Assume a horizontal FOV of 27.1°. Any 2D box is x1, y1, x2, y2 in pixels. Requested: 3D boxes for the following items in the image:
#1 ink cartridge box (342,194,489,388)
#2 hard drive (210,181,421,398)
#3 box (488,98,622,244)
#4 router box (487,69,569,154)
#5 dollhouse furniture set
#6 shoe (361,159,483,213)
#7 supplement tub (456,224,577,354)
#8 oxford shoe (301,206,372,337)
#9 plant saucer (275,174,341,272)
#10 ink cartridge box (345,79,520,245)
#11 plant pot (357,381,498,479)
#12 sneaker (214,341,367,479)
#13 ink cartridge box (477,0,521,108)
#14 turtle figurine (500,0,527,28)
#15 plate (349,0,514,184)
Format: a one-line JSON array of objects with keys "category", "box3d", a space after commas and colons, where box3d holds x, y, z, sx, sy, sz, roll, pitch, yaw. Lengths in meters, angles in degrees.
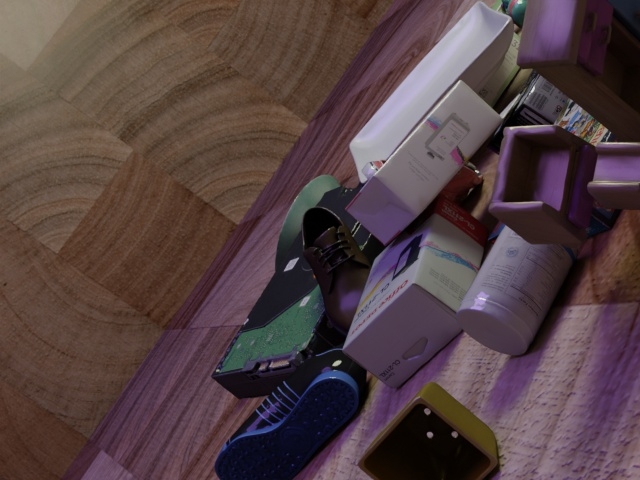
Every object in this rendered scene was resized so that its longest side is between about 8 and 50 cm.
[{"category": "ink cartridge box", "box3d": [0.103, 0.052, 1.404, 0.127, 0.072, 0.175, -46, 11, 34]}, {"category": "hard drive", "box3d": [0.009, 0.054, 1.770, 0.237, 0.064, 0.339, -20, 33, 56]}, {"category": "box", "box3d": [0.261, -0.096, 1.249, 0.233, 0.044, 0.159, -58, 10, -22]}, {"category": "router box", "box3d": [0.263, -0.184, 1.489, 0.179, 0.046, 0.133, -57, 0, -20]}, {"category": "dollhouse furniture set", "box3d": [0.325, -0.122, 0.986, 0.303, 0.198, 0.286, 1, 73, 41]}, {"category": "shoe", "box3d": [0.123, -0.078, 1.565, 0.081, 0.178, 0.063, -48, 55, 15]}, {"category": "supplement tub", "box3d": [0.170, 0.037, 1.144, 0.107, 0.071, 0.071, -58, 10, -22]}, {"category": "oxford shoe", "box3d": [0.023, 0.039, 1.583, 0.083, 0.096, 0.227, -33, 41, -1]}, {"category": "plant saucer", "box3d": [0.000, 0.000, 1.981, 0.195, 0.037, 0.195, -41, -39, -44]}, {"category": "ink cartridge box", "box3d": [0.124, -0.096, 1.455, 0.198, 0.067, 0.115, -47, -1, -23]}, {"category": "plant pot", "box3d": [0.092, 0.162, 1.069, 0.081, 0.081, 0.083, -50, 0, 21]}, {"category": "sneaker", "box3d": [-0.028, 0.201, 1.513, 0.232, 0.081, 0.090, -40, 13, 31]}, {"category": "ink cartridge box", "box3d": [0.246, -0.267, 1.894, 0.235, 0.056, 0.171, -54, 9, -18]}, {"category": "turtle figurine", "box3d": [0.278, -0.330, 1.717, 0.234, 0.175, 0.118, -55, -12, -63]}, {"category": "plate", "box3d": [0.150, -0.192, 1.767, 0.278, 0.045, 0.277, -48, 12, 9]}]
